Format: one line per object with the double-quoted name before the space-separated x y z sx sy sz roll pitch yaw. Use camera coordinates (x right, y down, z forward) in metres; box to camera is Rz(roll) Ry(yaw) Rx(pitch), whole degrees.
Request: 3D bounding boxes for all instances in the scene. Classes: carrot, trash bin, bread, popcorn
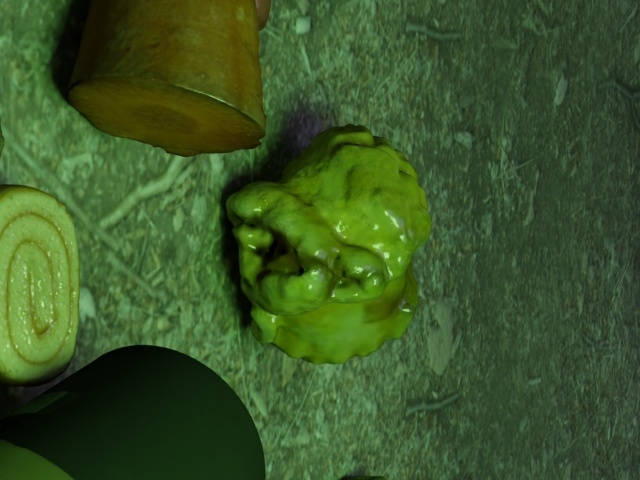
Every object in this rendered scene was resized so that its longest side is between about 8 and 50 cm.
"carrot" -0.110 -0.191 1.278 0.159 0.159 0.225 41 51 -56
"trash bin" -0.185 0.212 1.068 0.334 0.214 0.214 -37 126 -62
"bread" -0.239 0.033 1.159 0.122 0.073 0.149 -3 96 -55
"popcorn" 0.000 0.000 1.502 0.203 0.226 0.200 12 43 -25

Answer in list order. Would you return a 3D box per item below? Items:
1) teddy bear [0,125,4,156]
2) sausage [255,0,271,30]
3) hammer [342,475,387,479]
"teddy bear" -0.277 -0.001 1.016 0.182 0.129 0.251 51 51 -51
"sausage" -0.071 -0.263 1.410 0.062 0.062 0.154 -1 95 -61
"hammer" 0.021 0.295 1.630 0.226 0.158 0.041 -46 138 -75
